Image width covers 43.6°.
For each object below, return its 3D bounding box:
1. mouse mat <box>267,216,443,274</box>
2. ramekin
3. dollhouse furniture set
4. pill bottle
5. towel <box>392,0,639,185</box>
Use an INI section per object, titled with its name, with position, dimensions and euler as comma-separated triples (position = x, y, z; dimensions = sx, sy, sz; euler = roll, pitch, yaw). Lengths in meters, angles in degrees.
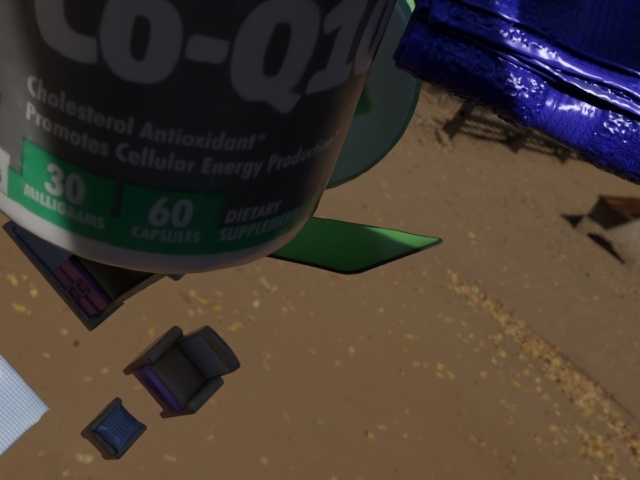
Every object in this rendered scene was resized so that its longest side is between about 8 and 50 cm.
[mouse mat]
position = 0.000, 0.000, 0.750
dimensions = 0.189, 0.007, 0.152
euler = 10, 17, 38
[ramekin]
position = -0.029, -0.199, 0.891
dimensions = 0.303, 0.303, 0.148
euler = 28, 20, -14
[dollhouse furniture set]
position = -0.244, 0.105, 0.668
dimensions = 0.286, 0.198, 0.303
euler = 52, 50, -9
[pill bottle]
position = -0.047, -0.176, 0.342
dimensions = 0.204, 0.361, 0.204
euler = 12, 41, -10
[towel]
position = 0.227, -0.154, 0.605
dimensions = 0.308, 0.076, 0.228
euler = 25, 56, -1
